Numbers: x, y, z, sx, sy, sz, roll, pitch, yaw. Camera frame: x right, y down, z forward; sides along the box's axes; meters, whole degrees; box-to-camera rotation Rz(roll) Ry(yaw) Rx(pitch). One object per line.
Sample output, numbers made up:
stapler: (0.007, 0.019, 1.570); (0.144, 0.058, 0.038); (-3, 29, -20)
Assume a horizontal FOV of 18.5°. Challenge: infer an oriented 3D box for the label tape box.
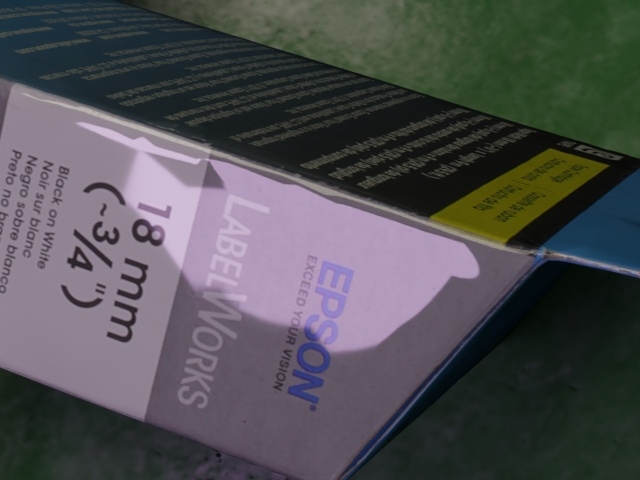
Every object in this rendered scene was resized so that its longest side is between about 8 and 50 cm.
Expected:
label tape box: (0.000, 0.000, 0.730); (0.334, 0.240, 0.106); (18, 104, 15)
